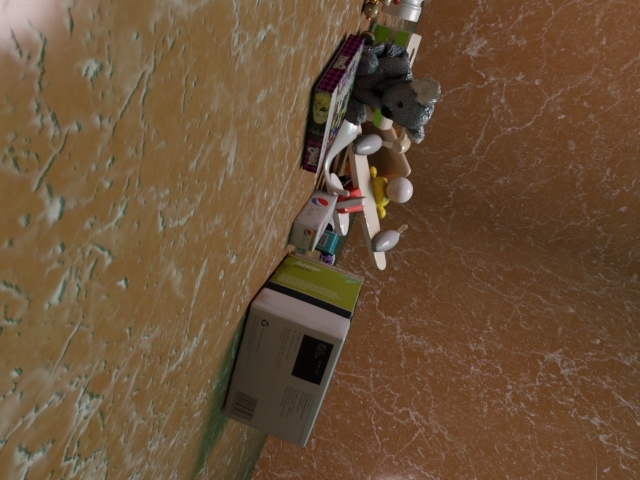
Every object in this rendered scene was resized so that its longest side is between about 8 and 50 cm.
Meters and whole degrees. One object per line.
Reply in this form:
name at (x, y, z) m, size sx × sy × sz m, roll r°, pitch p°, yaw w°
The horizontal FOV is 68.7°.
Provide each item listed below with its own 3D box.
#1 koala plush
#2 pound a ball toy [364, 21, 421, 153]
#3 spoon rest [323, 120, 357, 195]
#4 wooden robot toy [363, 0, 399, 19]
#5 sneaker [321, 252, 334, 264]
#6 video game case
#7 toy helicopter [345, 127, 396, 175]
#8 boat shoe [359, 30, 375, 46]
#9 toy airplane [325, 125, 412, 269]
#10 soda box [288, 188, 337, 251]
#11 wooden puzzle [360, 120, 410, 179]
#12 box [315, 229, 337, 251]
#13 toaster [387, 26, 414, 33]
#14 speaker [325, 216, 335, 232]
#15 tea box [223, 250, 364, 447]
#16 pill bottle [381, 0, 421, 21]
koala plush at (0.188, -0.353, 1.132) m, size 0.203 × 0.221 × 0.196 m, roll -31°, pitch 153°, yaw -26°
pound a ball toy at (0.215, -0.440, 1.373) m, size 0.136 × 0.208 × 0.319 m, roll -32°, pitch 143°, yaw -59°
spoon rest at (0.057, -0.265, 1.318) m, size 0.137 × 0.084 × 0.276 m, roll -5°, pitch 102°, yaw -85°
wooden robot toy at (0.132, -0.539, 1.068) m, size 0.079 × 0.076 × 0.173 m, roll -61°, pitch 178°, yaw 25°
sneaker at (0.024, 0.069, 2.219) m, size 0.071 × 0.068 × 0.169 m, roll -47°, pitch 152°, yaw -36°
video game case at (0.027, -0.294, 1.012) m, size 0.210 × 0.042 × 0.232 m, roll 105°, pitch 7°, yaw -51°
toy helicopter at (0.185, -0.309, 1.943) m, size 0.235 × 0.140 × 0.354 m, roll -25°, pitch 127°, yaw -50°
boat shoe at (0.103, -0.448, 1.188) m, size 0.152 × 0.056 × 0.049 m, roll 90°, pitch 23°, yaw -45°
toy airplane at (0.160, -0.150, 1.518) m, size 0.386 × 0.273 × 0.384 m, roll 63°, pitch 24°, yaw -52°
soda box at (-0.016, -0.059, 1.267) m, size 0.216 × 0.069 × 0.073 m, roll -61°, pitch 169°, yaw -57°
wooden puzzle at (0.215, -0.320, 1.641) m, size 0.044 × 0.220 × 0.239 m, roll -29°, pitch -169°, yaw -17°
box at (0.000, 0.000, 1.467) m, size 0.244 × 0.101 × 0.060 m, roll 48°, pitch 64°, yaw -83°
toaster at (0.236, -0.599, 1.564) m, size 0.146 × 0.129 × 0.226 m, roll 91°, pitch 21°, yaw -62°
speaker at (0.039, -0.077, 1.802) m, size 0.136 × 0.055 × 0.055 m, roll -63°, pitch 171°, yaw -57°
tea box at (-0.057, 0.255, 1.179) m, size 0.323 × 0.220 × 0.328 m, roll -55°, pitch 164°, yaw -66°
pill bottle at (0.238, -0.694, 1.178) m, size 0.136 × 0.137 × 0.245 m, roll -61°, pitch 169°, yaw -60°
